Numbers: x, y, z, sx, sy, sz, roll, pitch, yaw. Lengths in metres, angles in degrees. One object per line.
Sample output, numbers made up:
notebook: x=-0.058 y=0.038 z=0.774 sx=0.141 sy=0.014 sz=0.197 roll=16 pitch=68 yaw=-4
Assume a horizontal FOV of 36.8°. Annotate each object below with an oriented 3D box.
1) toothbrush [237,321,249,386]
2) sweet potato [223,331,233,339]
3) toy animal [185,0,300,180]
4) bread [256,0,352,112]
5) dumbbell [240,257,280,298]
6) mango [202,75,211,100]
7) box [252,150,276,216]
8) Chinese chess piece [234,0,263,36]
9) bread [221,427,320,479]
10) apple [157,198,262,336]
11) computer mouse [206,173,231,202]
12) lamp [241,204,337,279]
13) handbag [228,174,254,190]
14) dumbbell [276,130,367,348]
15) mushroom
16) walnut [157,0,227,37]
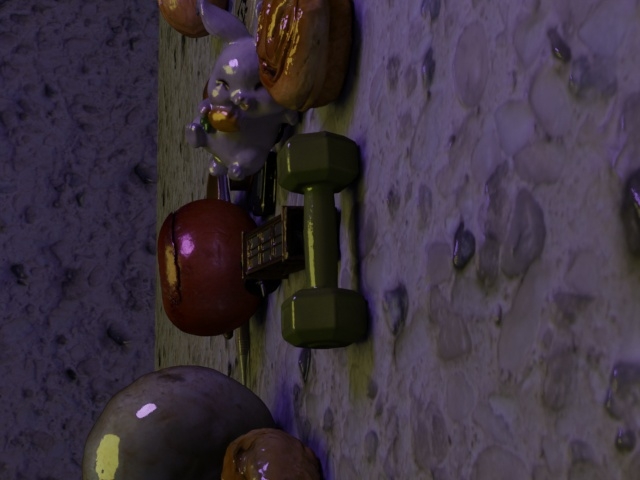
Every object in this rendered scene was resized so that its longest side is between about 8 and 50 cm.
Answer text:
toothbrush: x=-0.161 y=0.205 z=2.028 sx=0.029 sy=0.024 sz=0.354 roll=141 pitch=130 yaw=-60
sweet potato: x=-0.208 y=0.102 z=2.098 sx=0.077 sy=0.077 sz=0.244 roll=128 pitch=147 yaw=-63
toy animal: x=-0.137 y=-0.265 z=1.698 sx=0.154 sy=0.208 sz=0.325 roll=-39 pitch=-48 yaw=-56
bread: x=-0.029 y=-0.300 z=1.467 sx=0.236 sy=0.120 sz=0.198 roll=-121 pitch=38 yaw=-63
dumbbell: x=-0.113 y=0.059 z=1.798 sx=0.147 sy=0.069 sz=0.069 roll=-107 pitch=25 yaw=-51
mango: x=-0.212 y=-0.341 z=2.170 sx=0.178 sy=0.090 sz=0.115 roll=138 pitch=140 yaw=-57
box: x=-0.114 y=-0.110 z=1.901 sx=0.125 sy=0.027 sz=0.126 roll=179 pitch=94 yaw=-74
Chinese chess piece: x=-0.114 y=-0.456 z=1.849 sx=0.188 sy=0.083 sz=0.188 roll=-175 pitch=90 yaw=-72
bread: x=-0.072 y=0.406 z=1.506 sx=0.244 sy=0.134 sz=0.244 roll=-175 pitch=90 yaw=-72
apple: x=-0.217 y=0.055 z=1.933 sx=0.251 sy=0.206 sz=0.272 roll=93 pitch=171 yaw=-50
computer mouse: x=-0.223 y=-0.073 z=2.131 sx=0.245 sy=0.056 sz=0.126 roll=92 pitch=172 yaw=-73
lamp: x=-0.056 y=0.009 z=1.578 sx=0.325 sy=0.090 sz=0.089 roll=157 pitch=113 yaw=-74
handbag: x=-0.162 y=-0.206 z=2.025 sx=0.190 sy=0.063 sz=0.127 roll=114 pitch=153 yaw=-58
dumbbell: x=0.000 y=0.000 z=1.346 sx=0.121 sy=0.108 sz=0.302 roll=134 pitch=136 yaw=-68
mushroom: x=-0.243 y=0.384 z=1.698 sx=0.260 sy=0.352 sz=0.352 roll=24 pitch=111 yaw=61
walnut: x=-0.321 y=-0.624 z=2.424 sx=0.193 sy=0.193 sz=0.226 roll=127 pitch=139 yaw=-63
